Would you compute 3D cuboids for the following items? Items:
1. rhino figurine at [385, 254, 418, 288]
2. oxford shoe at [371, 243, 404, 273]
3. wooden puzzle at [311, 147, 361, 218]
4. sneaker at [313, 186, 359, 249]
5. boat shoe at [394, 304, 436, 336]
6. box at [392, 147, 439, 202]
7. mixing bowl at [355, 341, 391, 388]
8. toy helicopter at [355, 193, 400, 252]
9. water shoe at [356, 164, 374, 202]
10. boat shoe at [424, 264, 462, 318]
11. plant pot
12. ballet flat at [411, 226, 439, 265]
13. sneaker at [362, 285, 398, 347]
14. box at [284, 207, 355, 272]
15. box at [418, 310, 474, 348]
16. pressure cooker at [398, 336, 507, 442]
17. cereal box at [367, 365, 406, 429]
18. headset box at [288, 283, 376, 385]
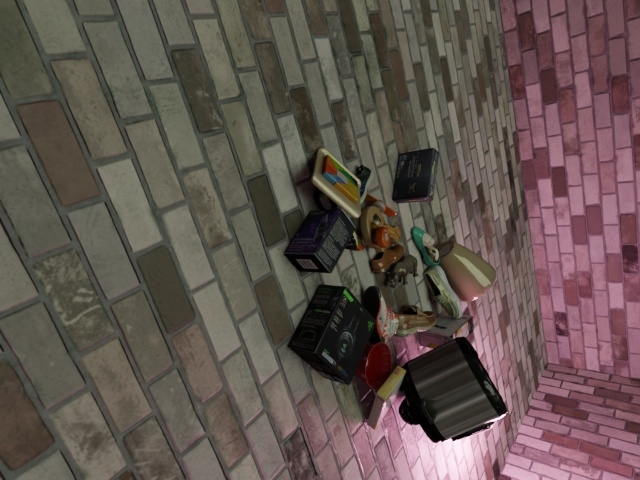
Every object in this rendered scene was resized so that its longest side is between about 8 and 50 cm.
[{"bbox_3d":[0.367,0.143,1.862,0.243,0.073,0.106,-28,113,-42],"label":"rhino figurine"},{"bbox_3d":[0.294,0.062,1.785,0.212,0.076,0.076,-36,109,-40],"label":"oxford shoe"},{"bbox_3d":[0.068,-0.213,1.456,0.221,0.044,0.238,39,33,-20],"label":"wooden puzzle"},{"bbox_3d":[0.083,-0.098,1.536,0.121,0.111,0.299,-47,124,-41],"label":"sneaker"},{"bbox_3d":[0.435,0.357,1.901,0.324,0.123,0.116,-5,91,-49],"label":"boat shoe"},{"bbox_3d":[0.427,-0.288,1.848,0.059,0.184,0.232,21,75,-45],"label":"box"},{"bbox_3d":[0.196,0.493,1.654,0.182,0.098,0.181,-2,92,-48],"label":"mixing bowl"},{"bbox_3d":[0.255,-0.063,1.732,0.355,0.140,0.234,16,69,-57],"label":"toy helicopter"},{"bbox_3d":[0.145,-0.213,1.641,0.080,0.073,0.203,35,58,-17],"label":"water shoe"},{"bbox_3d":[0.617,0.273,2.095,0.094,0.109,0.302,-27,89,-26],"label":"boat shoe"},{"bbox_3d":[0.725,0.134,2.146,0.274,0.257,0.256,44,58,-19],"label":"plant pot"},{"bbox_3d":[0.531,0.027,2.027,0.083,0.087,0.247,-53,125,-33],"label":"ballet flat"},{"bbox_3d":[0.257,0.301,1.731,0.145,0.090,0.269,-20,108,-46],"label":"sneaker"},{"bbox_3d":[0.000,0.000,1.409,0.108,0.153,0.207,51,54,-33],"label":"box"},{"bbox_3d":[0.641,0.457,2.087,0.290,0.169,0.087,-17,105,-47],"label":"box"},{"bbox_3d":[0.535,0.661,1.797,0.369,0.421,0.375,52,14,-33],"label":"pressure cooker"},{"bbox_3d":[0.271,0.648,1.694,0.173,0.047,0.240,-36,144,-41],"label":"cereal box"},{"bbox_3d":[0.056,0.327,1.482,0.246,0.131,0.283,52,54,-34],"label":"headset box"}]
